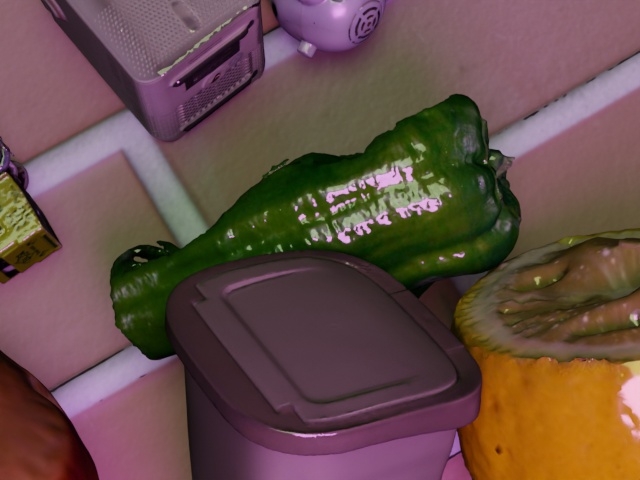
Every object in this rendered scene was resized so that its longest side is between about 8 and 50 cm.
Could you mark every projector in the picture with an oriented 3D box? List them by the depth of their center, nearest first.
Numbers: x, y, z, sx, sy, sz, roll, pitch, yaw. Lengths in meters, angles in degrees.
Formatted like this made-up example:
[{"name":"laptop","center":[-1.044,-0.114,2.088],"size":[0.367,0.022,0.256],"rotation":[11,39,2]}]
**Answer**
[{"name":"projector","center":[-0.177,-0.243,1.312],"size":[0.163,0.177,0.242],"rotation":[-37,77,-11]}]

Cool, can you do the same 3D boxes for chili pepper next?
[{"name":"chili pepper","center":[0.004,0.010,1.216],"size":[0.385,0.213,0.167],"rotation":[-21,78,12]}]

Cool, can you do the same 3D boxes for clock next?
[{"name":"clock","center":[0.035,-0.305,1.350],"size":[0.189,0.189,0.254],"rotation":[33,92,8]}]

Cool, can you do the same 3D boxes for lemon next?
[{"name":"lemon","center":[0.286,0.169,1.131],"size":[0.364,0.364,0.364],"rotation":[0,75,0]}]

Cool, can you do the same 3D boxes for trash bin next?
[{"name":"trash bin","center":[-0.006,0.167,1.072],"size":[0.219,0.250,0.220],"rotation":[-13,38,-25]}]

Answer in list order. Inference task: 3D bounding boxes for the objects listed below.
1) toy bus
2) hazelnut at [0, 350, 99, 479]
[{"name":"toy bus","center":[-0.392,-0.088,1.306],"size":[0.139,0.113,0.302],"rotation":[-38,79,-6]},{"name":"hazelnut","center":[-0.371,0.228,1.116],"size":[0.409,0.359,0.359],"rotation":[43,79,6]}]
